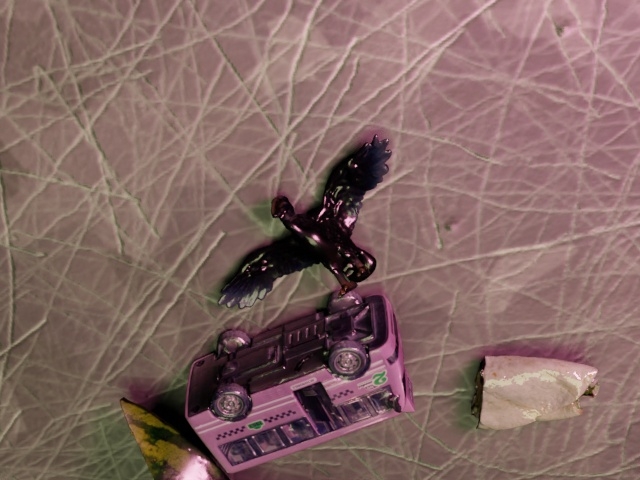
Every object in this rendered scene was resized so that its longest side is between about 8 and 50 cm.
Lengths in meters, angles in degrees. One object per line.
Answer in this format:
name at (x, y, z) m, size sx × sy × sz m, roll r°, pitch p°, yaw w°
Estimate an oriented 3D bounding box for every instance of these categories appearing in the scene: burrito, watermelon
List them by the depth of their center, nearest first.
burrito at (0.199, 0.139, 1.190) m, size 0.118 × 0.044 × 0.074 m, roll -2°, pitch 119°, yaw 3°
watermelon at (-0.113, 0.251, 1.211) m, size 0.063 × 0.119 × 0.245 m, roll -43°, pitch 122°, yaw -17°

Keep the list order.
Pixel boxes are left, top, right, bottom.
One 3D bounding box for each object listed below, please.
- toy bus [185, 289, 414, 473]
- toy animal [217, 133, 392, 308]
toy bus at (-0.016, 0.129, 1.155) m, size 0.199 × 0.096 × 0.108 m, roll -21°, pitch 119°, yaw 12°
toy animal at (0.000, 0.000, 1.118) m, size 0.108 × 0.062 × 0.220 m, roll 42°, pitch 112°, yaw 0°
